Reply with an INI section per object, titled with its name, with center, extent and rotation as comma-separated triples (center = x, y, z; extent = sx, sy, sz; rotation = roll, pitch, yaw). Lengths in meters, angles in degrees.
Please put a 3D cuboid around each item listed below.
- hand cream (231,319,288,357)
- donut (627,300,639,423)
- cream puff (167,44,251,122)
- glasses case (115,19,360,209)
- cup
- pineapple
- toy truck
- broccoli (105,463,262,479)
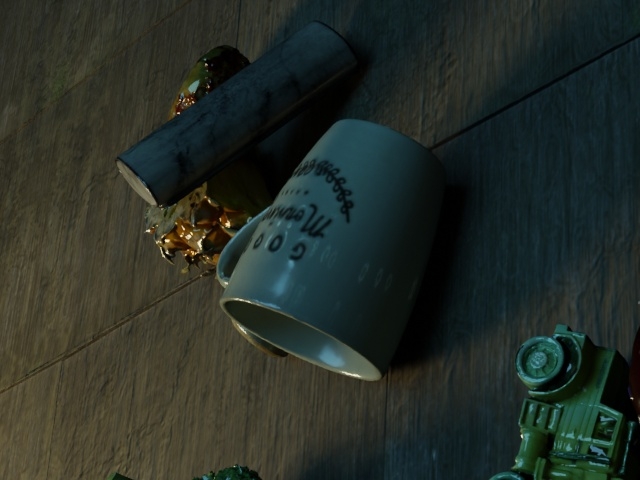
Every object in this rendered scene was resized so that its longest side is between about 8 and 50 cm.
[hand cream]
center = -0.013, 0.032, 2.032
extent = 0.203, 0.084, 0.084
rotation = -51, 34, 10
[donut]
center = 0.338, 0.100, 1.466
extent = 0.230, 0.096, 0.216
rotation = -2, 66, 54
[cream puff]
center = -0.130, -0.174, 2.306
extent = 0.149, 0.084, 0.149
rotation = -59, -6, -11
[glasses case]
center = -0.099, -0.152, 2.157
extent = 0.299, 0.060, 0.114
rotation = -36, 38, -12
[cup]
center = 0.000, 0.000, 1.925
extent = 0.258, 0.186, 0.234
rotation = 7, 67, 46
[pineapple]
center = -0.137, -0.052, 2.230
extent = 0.236, 0.114, 0.186
rotation = 8, 73, 58
[toy truck]
center = 0.223, 0.212, 1.557
extent = 0.135, 0.128, 0.260
rotation = 1, 65, 27
[broccoli]
center = -0.147, 0.345, 1.864
extent = 0.269, 0.241, 0.261
rotation = -48, 7, -5
